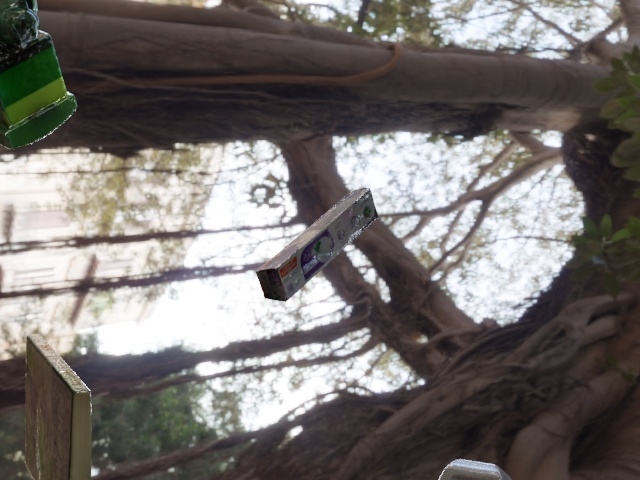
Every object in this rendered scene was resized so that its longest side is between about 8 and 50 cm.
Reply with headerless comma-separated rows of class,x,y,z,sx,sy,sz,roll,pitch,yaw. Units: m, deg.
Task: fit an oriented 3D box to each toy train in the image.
toy train,-0.433,-0.242,0.912,0.301,0.120,0.202,23,-43,27

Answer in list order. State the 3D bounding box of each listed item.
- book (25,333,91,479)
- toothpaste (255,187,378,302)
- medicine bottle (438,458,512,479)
book,-0.352,0.253,1.006,0.264,0.027,0.201,17,-76,56
toothpaste,0.000,0.000,0.902,0.040,0.196,0.047,6,-56,39
medicine bottle,0.235,0.414,1.110,0.111,0.296,0.161,3,-109,23
